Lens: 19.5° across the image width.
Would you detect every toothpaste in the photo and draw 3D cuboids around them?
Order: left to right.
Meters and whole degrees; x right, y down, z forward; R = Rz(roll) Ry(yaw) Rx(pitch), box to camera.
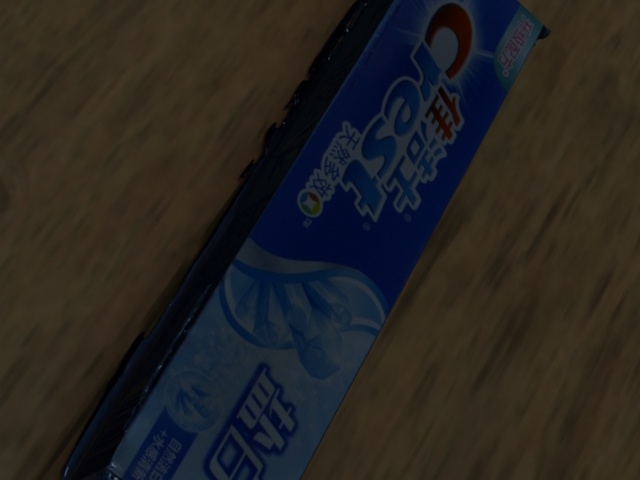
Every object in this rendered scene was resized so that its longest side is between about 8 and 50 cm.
[{"bbox_3d":[0.000,0.000,0.673,0.066,0.053,0.272,40,55,-14],"label":"toothpaste"}]
